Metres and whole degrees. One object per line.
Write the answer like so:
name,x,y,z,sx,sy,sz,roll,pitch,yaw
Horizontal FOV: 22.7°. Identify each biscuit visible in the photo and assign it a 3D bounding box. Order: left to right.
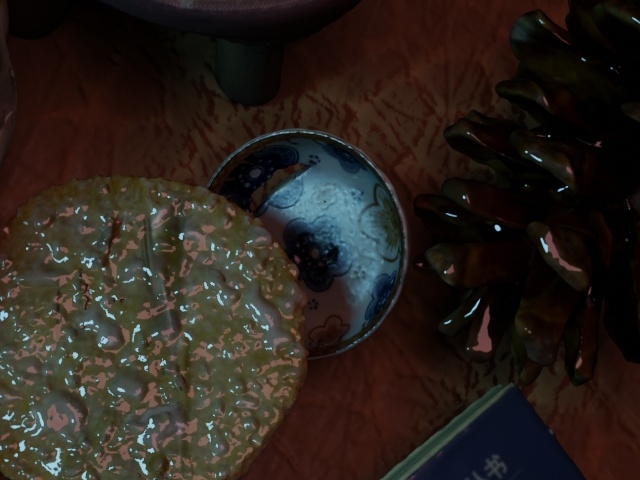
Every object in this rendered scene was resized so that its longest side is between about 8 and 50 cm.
biscuit,-0.113,0.058,0.938,0.220,0.033,0.219,-1,69,2

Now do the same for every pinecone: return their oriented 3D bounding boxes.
pinecone,0.191,-0.041,0.968,0.309,0.244,0.244,-42,87,-20

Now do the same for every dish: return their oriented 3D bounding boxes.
dish,0.000,0.000,0.993,0.141,0.078,0.141,2,95,22

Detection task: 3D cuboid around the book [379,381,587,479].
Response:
book,0.131,0.337,0.920,0.300,0.039,0.428,-37,91,-21

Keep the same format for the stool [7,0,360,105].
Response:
stool,-0.077,-0.225,0.980,0.272,0.178,0.272,4,72,-14

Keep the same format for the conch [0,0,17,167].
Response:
conch,-0.260,-0.102,0.911,0.149,0.182,0.275,18,59,24
